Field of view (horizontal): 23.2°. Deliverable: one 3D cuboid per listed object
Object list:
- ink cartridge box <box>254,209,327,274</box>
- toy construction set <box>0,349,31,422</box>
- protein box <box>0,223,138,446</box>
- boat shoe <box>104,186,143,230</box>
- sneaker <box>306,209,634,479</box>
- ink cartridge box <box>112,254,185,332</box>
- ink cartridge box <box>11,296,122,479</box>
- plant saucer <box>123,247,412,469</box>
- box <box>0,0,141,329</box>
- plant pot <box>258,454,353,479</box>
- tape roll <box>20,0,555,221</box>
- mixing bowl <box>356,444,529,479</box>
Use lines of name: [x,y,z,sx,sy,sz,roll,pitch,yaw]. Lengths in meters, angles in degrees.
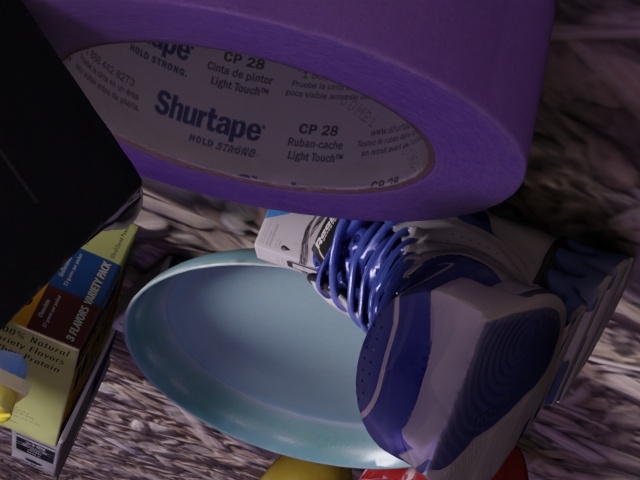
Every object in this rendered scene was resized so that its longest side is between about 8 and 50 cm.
ink cartridge box: [0.000,0.000,1.125,0.083,0.048,0.028,18,161,9]
toy construction set: [-0.380,0.024,1.167,0.215,0.151,0.327,-11,126,26]
protein box: [-0.289,0.052,1.385,0.200,0.136,0.201,22,146,-2]
boat shoe: [-0.171,-0.061,1.081,0.088,0.096,0.267,16,162,4]
sneaker: [0.059,0.037,0.928,0.182,0.127,0.315,26,-164,18]
ink cartridge box: [-0.064,0.087,1.446,0.223,0.045,0.224,27,159,-15]
ink cartridge box: [-0.280,0.162,1.715,0.065,0.165,0.332,23,161,-3]
plant saucer: [-0.008,0.097,1.311,0.318,0.043,0.317,11,147,7]
box: [-0.405,-0.052,0.564,0.297,0.472,0.480,3,132,49]
plant pot: [-0.012,0.302,1.911,0.134,0.095,0.134,20,162,7]
tape roll: [-0.029,-0.095,0.758,0.275,0.090,0.275,12,166,3]
mixing bowl: [0.134,0.228,1.534,0.181,0.098,0.181,20,162,7]
